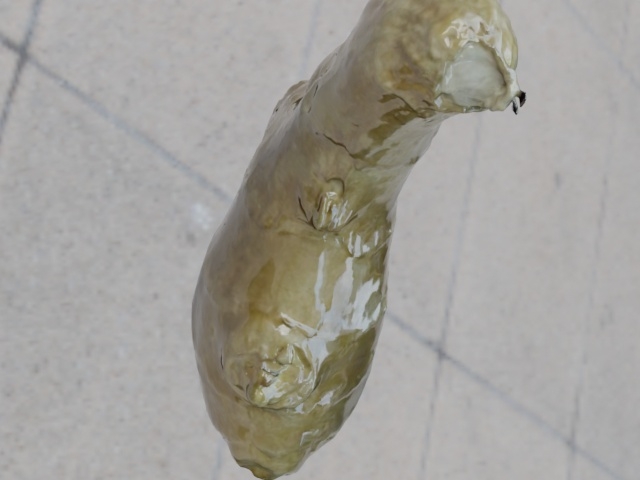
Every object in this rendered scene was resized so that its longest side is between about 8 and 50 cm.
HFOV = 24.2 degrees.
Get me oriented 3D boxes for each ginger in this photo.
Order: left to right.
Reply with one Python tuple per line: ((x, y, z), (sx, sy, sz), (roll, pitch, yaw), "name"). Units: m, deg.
((0.000, 0.000, 0.584), (0.333, 0.081, 0.148), (112, 0, -57), "ginger")
